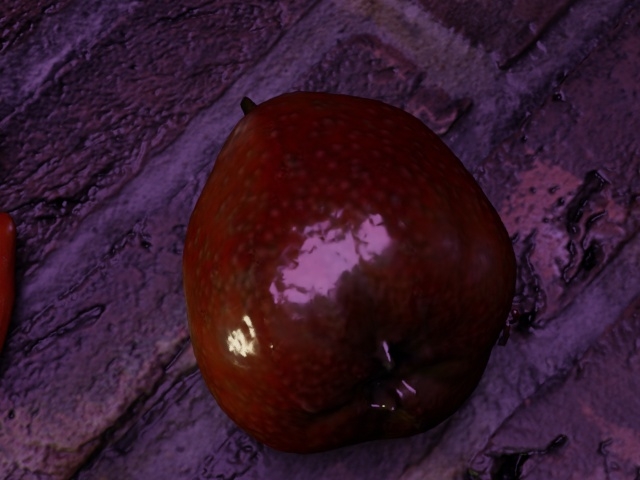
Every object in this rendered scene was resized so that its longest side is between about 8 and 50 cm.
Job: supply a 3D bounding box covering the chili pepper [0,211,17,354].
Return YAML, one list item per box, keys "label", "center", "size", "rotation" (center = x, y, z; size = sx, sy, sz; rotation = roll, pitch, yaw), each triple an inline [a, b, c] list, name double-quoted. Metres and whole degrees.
- label: "chili pepper"
  center: [-0.325, 0.052, 1.160]
  size: [0.063, 0.071, 0.272]
  rotation: [11, 70, -35]

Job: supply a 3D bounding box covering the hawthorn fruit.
- label: "hawthorn fruit"
  center: [0.000, 0.000, 1.060]
  size: [0.285, 0.285, 0.369]
  rotation: [-25, 60, -6]
